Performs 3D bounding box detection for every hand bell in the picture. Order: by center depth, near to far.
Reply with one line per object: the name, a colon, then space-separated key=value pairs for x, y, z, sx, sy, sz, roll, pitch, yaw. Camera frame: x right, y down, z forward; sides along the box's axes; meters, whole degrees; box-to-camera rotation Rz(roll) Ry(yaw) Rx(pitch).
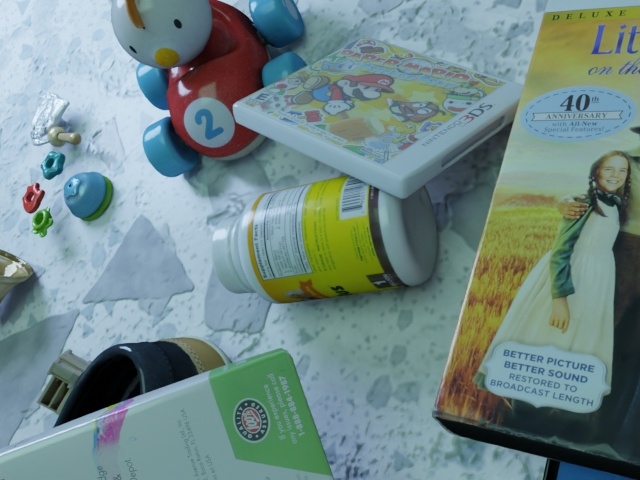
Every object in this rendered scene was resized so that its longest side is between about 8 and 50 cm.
hand bell: x=-0.493 y=0.133 z=1.035 sx=0.126 sy=0.126 sz=0.242 roll=27 pitch=98 yaw=36

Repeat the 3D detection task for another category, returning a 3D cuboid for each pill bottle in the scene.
pill bottle: x=0.000 y=0.000 z=0.766 sx=0.215 sy=0.117 sz=0.117 roll=-10 pitch=66 yaw=28

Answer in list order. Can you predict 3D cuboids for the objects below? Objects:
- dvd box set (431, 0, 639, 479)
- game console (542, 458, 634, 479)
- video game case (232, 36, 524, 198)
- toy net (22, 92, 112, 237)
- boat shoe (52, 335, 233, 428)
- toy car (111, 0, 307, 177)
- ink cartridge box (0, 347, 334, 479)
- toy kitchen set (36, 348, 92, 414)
dvd box set: x=0.288 y=-0.022 z=0.595 sx=0.307 sy=0.062 sz=0.420 roll=8 pitch=66 yaw=31
game console: x=0.247 y=0.162 z=0.568 sx=0.124 sy=0.085 sz=0.144 roll=-7 pitch=65 yaw=62
video game case: x=0.062 y=-0.136 z=0.767 sx=0.227 sy=0.026 sz=0.206 roll=28 pitch=49 yaw=36
toy net: x=-0.372 y=-0.111 z=1.081 sx=0.122 sy=0.045 sz=0.232 roll=-37 pitch=55 yaw=16
boat shoe: x=-0.264 y=0.312 z=0.781 sx=0.187 sy=0.156 sz=0.500 roll=31 pitch=90 yaw=34
toy car: x=-0.160 y=-0.221 z=0.876 sx=0.219 sy=0.238 sz=0.210 roll=-23 pitch=61 yaw=22
ink cartridge box: x=-0.162 y=0.244 z=0.639 sx=0.353 sy=0.119 sz=0.207 roll=-19 pitch=86 yaw=-7
toy kitchen set: x=-0.295 y=0.182 z=0.906 sx=0.068 sy=0.083 sz=0.075 roll=31 pitch=88 yaw=-6
